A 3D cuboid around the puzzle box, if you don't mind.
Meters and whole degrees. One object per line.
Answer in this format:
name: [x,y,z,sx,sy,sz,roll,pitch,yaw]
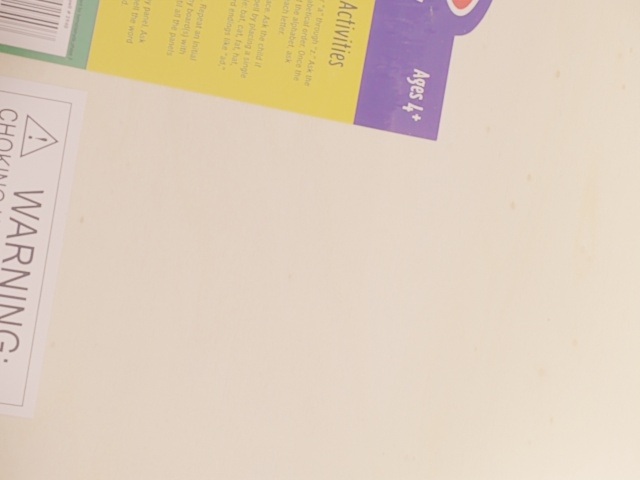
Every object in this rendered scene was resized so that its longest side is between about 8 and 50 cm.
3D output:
puzzle box: [0.000,0.000,0.508,0.272,0.052,0.409,11,85,-9]
